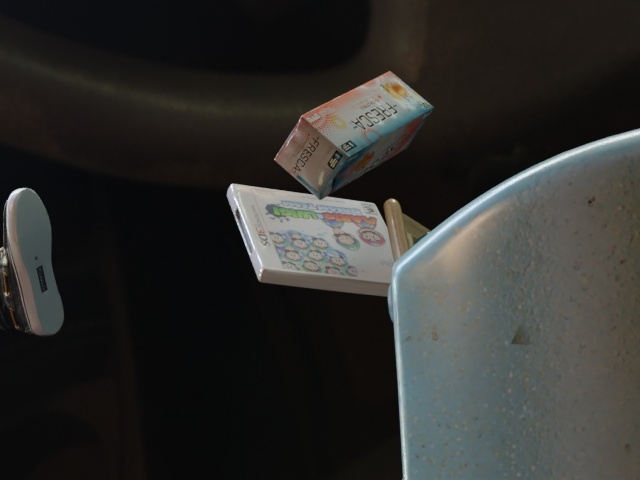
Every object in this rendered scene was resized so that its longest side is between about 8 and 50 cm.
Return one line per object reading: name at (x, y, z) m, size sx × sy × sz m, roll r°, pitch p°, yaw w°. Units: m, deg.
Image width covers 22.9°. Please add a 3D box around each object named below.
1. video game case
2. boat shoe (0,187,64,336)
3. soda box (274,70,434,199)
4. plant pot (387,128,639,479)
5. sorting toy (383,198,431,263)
video game case at (0.000, 0.000, 1.500) m, size 0.157 × 0.019 × 0.143 m, roll 7°, pitch 32°, yaw -23°
boat shoe at (-0.369, 0.028, 1.899) m, size 0.083 × 0.183 × 0.065 m, roll 0°, pitch 15°, yaw 30°
soda box at (0.035, -0.103, 1.508) m, size 0.063 × 0.058 × 0.183 m, roll 41°, pitch 35°, yaw 12°
plant pot at (0.174, 0.082, 0.841) m, size 0.252 × 0.247 × 0.248 m, roll -7°, pitch 73°, yaw 14°
sorting toy at (0.150, 0.123, 1.408) m, size 0.041 × 0.229 × 0.307 m, roll -30°, pitch 48°, yaw 25°
